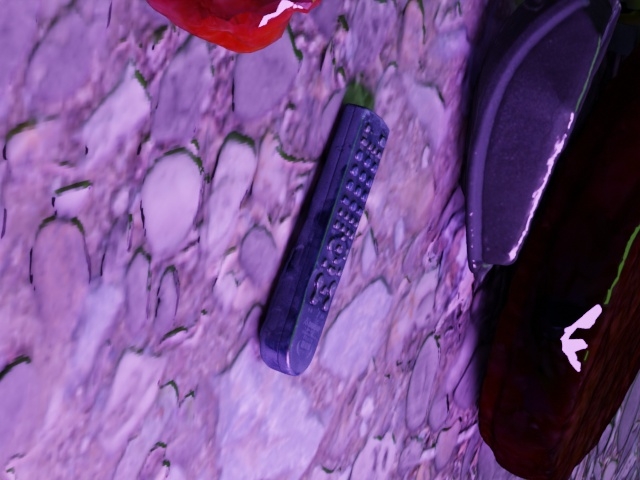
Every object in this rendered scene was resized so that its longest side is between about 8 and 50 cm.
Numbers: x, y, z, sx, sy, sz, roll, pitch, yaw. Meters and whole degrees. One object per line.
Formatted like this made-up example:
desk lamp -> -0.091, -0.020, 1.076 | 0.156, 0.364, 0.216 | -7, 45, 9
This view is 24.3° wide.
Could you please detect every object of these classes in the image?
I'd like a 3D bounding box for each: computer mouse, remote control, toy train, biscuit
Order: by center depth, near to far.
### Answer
remote control -> 0.001, 0.000, 0.823 | 0.043, 0.027, 0.152 | 32, 77, -58
computer mouse -> 0.129, -0.078, 0.972 | 0.126, 0.071, 0.231 | -55, 166, -58
toy train -> 0.244, -0.203, 1.136 | 0.081, 0.050, 0.122 | -41, 143, -31
biscuit -> 0.239, 0.003, 1.185 | 0.407, 0.091, 0.407 | -53, 159, -31

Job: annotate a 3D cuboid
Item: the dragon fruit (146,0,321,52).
dragon fruit -> -0.036, -0.179, 0.423 | 0.307, 0.243, 0.227 | 15, 102, -34
